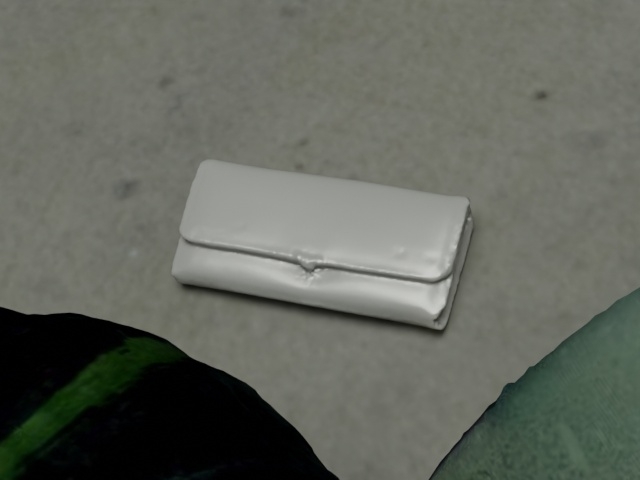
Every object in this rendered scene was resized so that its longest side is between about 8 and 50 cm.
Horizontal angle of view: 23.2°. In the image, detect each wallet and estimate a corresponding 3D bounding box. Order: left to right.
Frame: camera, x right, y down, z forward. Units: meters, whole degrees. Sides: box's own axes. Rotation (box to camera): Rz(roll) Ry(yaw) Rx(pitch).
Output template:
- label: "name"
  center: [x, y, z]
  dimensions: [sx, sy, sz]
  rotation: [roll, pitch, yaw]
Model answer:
- label: "wallet"
  center: [0.000, 0.000, 0.664]
  dimensions: [0.122, 0.025, 0.061]
  rotation: [9, 67, 16]

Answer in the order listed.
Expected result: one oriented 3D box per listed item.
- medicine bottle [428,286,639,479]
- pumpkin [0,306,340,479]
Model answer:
- label: "medicine bottle"
  center: [0.185, 0.158, 0.394]
  dimensions: [0.245, 0.245, 0.290]
  rotation: [-23, 56, -4]
- label: "pumpkin"
  center: [-0.106, 0.160, 0.448]
  dimensions: [0.315, 0.238, 0.315]
  rotation: [-3, 56, 4]
